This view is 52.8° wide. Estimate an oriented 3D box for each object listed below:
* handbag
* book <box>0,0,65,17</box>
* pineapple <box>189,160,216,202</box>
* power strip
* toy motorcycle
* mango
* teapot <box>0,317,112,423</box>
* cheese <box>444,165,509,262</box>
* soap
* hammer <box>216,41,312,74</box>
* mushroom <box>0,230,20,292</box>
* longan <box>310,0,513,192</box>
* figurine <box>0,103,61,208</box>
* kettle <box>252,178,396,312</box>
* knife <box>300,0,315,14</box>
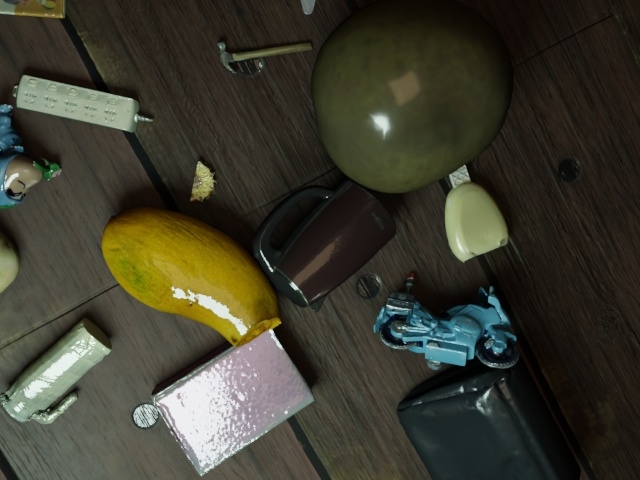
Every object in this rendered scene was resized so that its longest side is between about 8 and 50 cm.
[{"bbox_3d":[0.328,0.386,1.280,0.302,0.275,0.178,60,38,-5],"label":"handbag"},{"bbox_3d":[-0.610,-0.513,1.154,0.295,0.020,0.208,1,92,-9],"label":"book"},{"bbox_3d":[-0.222,-0.109,1.232,0.045,0.019,0.083,10,91,-4],"label":"pineapple"},{"bbox_3d":[-0.436,-0.249,1.186,0.252,0.027,0.060,11,90,-10],"label":"power strip"},{"bbox_3d":[0.246,0.159,1.244,0.272,0.182,0.124,8,129,15],"label":"toy motorcycle"},{"bbox_3d":[-0.226,0.057,1.161,0.359,0.144,0.187,27,55,-5],"label":"mango"},{"bbox_3d":[-0.471,0.247,1.176,0.200,0.077,0.107,-42,117,-6],"label":"teapot"},{"bbox_3d":[0.291,-0.091,1.303,0.127,0.054,0.252,-20,95,-12],"label":"cheese"},{"bbox_3d":[-0.163,0.291,1.223,0.259,0.081,0.181,-33,97,-8],"label":"soap"},{"bbox_3d":[-0.105,-0.360,1.245,0.181,0.017,0.062,-10,94,-10],"label":"hammer"},{"bbox_3d":[-0.603,0.038,1.123,0.147,0.112,0.148,-3,96,-34],"label":"mushroom"},{"bbox_3d":[0.161,-0.258,1.144,0.360,0.361,0.361,0,92,-10],"label":"longan"},{"bbox_3d":[-0.540,-0.146,1.138,0.144,0.114,0.178,-3,84,-11],"label":"figurine"},{"bbox_3d":[0.000,0.000,1.179,0.232,0.144,0.202,-44,116,-18],"label":"kettle"},{"bbox_3d":[-0.047,-0.562,1.245,0.058,0.032,0.244,-24,100,-17],"label":"knife"}]
